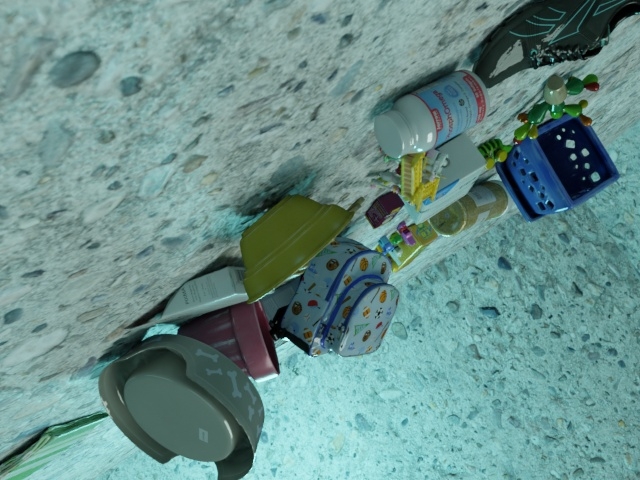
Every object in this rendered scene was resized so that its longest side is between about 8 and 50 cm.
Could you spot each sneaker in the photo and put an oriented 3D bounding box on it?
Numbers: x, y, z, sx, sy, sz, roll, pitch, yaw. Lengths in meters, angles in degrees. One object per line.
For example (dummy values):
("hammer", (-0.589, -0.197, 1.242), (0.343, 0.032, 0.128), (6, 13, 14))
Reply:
("sneaker", (0.340, -0.296, 0.900), (0.267, 0.106, 0.101), (-37, 169, 21))

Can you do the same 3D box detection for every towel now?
("towel", (-0.726, 0.547, 1.602), (0.324, 0.038, 0.248), (-37, 169, 7))

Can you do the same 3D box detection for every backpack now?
("backpack", (0.051, 0.129, 1.438), (0.276, 0.213, 0.264), (5, 102, -60))

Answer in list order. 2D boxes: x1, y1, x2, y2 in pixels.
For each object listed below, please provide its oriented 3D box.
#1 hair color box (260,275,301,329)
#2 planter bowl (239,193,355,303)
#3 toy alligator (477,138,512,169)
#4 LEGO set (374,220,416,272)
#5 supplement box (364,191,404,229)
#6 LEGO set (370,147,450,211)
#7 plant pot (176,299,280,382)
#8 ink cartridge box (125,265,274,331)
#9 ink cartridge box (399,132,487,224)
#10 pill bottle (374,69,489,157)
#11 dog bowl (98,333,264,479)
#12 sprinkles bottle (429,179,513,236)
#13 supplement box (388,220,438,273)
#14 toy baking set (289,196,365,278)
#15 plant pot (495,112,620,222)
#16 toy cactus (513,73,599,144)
("hair color box", (-0.083, 0.191, 1.675), (0.374, 0.114, 0.185), (-29, 167, -24))
("planter bowl", (-0.058, -0.007, 0.974), (0.217, 0.090, 0.217), (-39, -174, 5))
("toy alligator", (0.379, -0.198, 1.511), (0.189, 0.056, 0.051), (-29, 125, -13))
("LEGO set", (0.221, 0.035, 1.888), (0.087, 0.093, 0.227), (-31, 168, -10))
("supplement box", (0.143, -0.068, 1.412), (0.054, 0.043, 0.083), (-26, 165, -26))
("LEGO set", (0.142, -0.133, 1.125), (0.287, 0.107, 0.132), (14, 97, -68))
("plant pot", (-0.199, 0.221, 1.355), (0.180, 0.202, 0.201), (-18, 167, -2))
("ink cartridge box", (-0.226, 0.108, 1.192), (0.232, 0.066, 0.189), (-15, 173, 15))
("ink cartridge box", (0.258, -0.128, 1.374), (0.148, 0.086, 0.203), (-32, 168, -7))
("pill bottle", (0.160, -0.181, 0.920), (0.160, 0.087, 0.087), (-29, 167, -21))
("dog bowl", (-0.268, 0.332, 1.269), (0.349, 0.348, 0.102), (-45, -172, 42))
("sprinkles bottle", (0.456, -0.102, 1.898), (0.355, 0.121, 0.121), (-18, 160, -50))
("supplement box", (0.282, 0.019, 2.026), (0.078, 0.080, 0.233), (-30, 165, -26))
("toy baking set", (-0.004, 0.004, 1.154), (0.196, 0.030, 0.256), (-43, -174, -26))
("plant pot", (0.659, -0.198, 1.810), (0.235, 0.236, 0.212), (-26, 173, -27))
("toy cactus", (0.518, -0.297, 1.392), (0.218, 0.112, 0.180), (-27, 159, 13))
